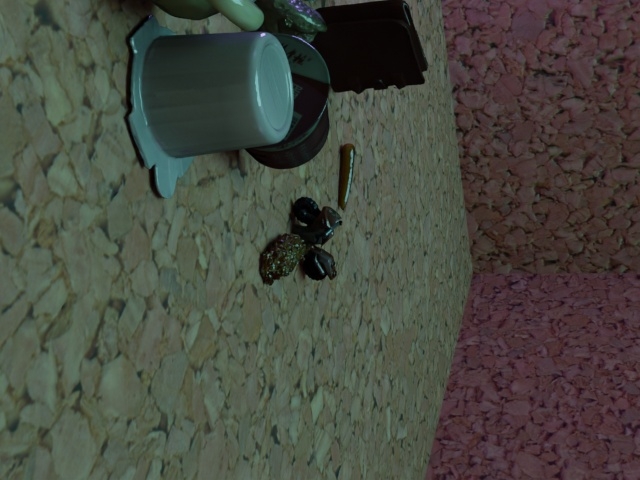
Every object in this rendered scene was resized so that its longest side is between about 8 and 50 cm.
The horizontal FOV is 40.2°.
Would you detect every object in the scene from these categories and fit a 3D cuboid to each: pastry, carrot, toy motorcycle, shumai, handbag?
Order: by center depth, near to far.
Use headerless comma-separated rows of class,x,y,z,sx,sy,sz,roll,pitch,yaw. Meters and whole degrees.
shumai,-0.088,-0.462,1.824,0.120,0.201,0.201,-53,170,18
pastry,-0.075,0.035,1.901,0.169,0.063,0.087,-56,143,-60
toy motorcycle,0.000,0.000,2.035,0.084,0.118,0.212,-44,131,-52
handbag,0.124,-0.482,2.205,0.275,0.260,0.084,60,32,-57
carrot,0.070,-0.174,2.372,0.037,0.037,0.190,39,54,-66

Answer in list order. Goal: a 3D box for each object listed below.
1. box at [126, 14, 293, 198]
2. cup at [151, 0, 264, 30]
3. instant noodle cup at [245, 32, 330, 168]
box,-0.168,-0.220,1.426,0.262,0.206,0.291,35,54,-66
cup,-0.183,-0.428,1.319,0.202,0.255,0.173,16,93,-69
instant noodle cup,-0.085,-0.252,1.673,0.178,0.235,0.234,62,31,-71
